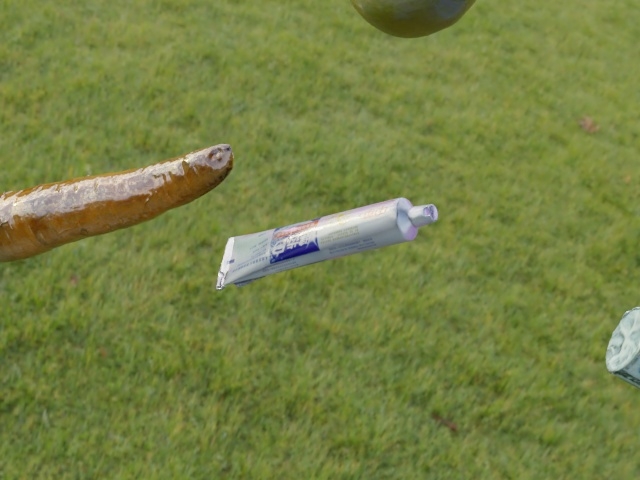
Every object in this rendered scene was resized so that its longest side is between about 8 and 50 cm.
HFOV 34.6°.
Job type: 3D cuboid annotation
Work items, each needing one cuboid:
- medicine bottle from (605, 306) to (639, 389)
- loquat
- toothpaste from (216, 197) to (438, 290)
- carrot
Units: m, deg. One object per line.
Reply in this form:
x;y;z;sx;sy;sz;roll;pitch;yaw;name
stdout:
0.281;0.109;0.687;0.191;0.051;0.051;28;34;-10;medicine bottle
0.115;-0.312;1.212;0.152;0.152;0.195;42;27;26;loquat
0.000;0.000;0.678;0.028;0.170;0.045;42;46;-42;toothpaste
-0.136;-0.022;0.631;0.191;0.047;0.047;-12;30;19;carrot
